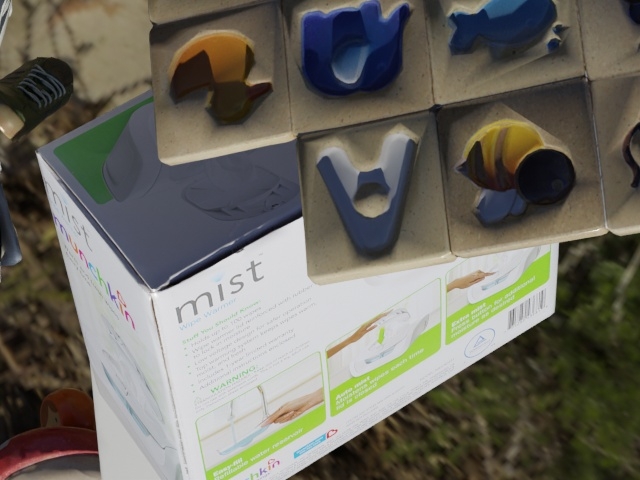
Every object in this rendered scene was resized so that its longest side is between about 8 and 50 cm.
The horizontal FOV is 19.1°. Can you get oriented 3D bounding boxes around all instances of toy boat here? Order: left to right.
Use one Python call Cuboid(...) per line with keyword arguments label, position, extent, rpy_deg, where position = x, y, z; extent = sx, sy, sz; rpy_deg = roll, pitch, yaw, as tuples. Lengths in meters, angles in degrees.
Cuboid(label="toy boat", position=(-0.222, 0.207, 1.777), extent=(0.151, 0.151, 0.231), rpy_deg=(-34, 156, 20))

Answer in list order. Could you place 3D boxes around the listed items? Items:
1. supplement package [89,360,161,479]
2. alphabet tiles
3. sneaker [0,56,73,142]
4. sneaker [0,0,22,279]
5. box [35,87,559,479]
Cuboid(label="supplement package", position=(-0.105, 0.117, 1.477), extent=(0.105, 0.105, 0.179), rpy_deg=(-21, 111, -55))
Cuboid(label="alphabet tiles", position=(0.062, -0.161, 0.724), extent=(0.285, 0.011, 0.342), rpy_deg=(-10, 74, 19))
Cuboid(label="sneaker", position=(-0.284, -0.148, 1.867), extent=(0.086, 0.192, 0.064), rpy_deg=(-41, 96, 0))
Cuboid(label="sneaker", position=(-0.190, -0.048, 0.968), extent=(0.094, 0.153, 0.235), rpy_deg=(3, 130, -45))
Cuboid(label="box", position=(0.000, 0.000, 1.058), extent=(0.262, 0.127, 0.231), rpy_deg=(-30, 145, -18))
